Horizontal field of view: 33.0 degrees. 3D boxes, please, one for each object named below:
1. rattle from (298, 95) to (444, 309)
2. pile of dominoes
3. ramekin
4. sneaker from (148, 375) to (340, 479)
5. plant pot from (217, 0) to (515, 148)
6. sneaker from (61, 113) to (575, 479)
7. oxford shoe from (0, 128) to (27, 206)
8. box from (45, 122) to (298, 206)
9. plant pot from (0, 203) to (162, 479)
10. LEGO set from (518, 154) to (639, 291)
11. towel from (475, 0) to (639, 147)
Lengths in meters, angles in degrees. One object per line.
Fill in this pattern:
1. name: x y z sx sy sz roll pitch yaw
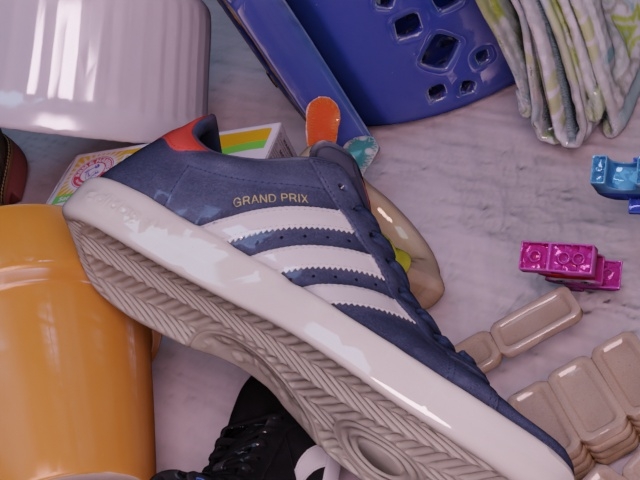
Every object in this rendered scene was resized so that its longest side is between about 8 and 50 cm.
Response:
1. rattle: 0.000 0.000 0.818 0.143 0.130 0.199 -62 41 28
2. pile of dominoes: 0.097 0.150 0.648 0.251 0.040 0.196 -31 38 8
3. ramekin: -0.229 -0.169 0.980 0.277 0.135 0.277 8 8 -1
4. sneaker: -0.051 0.141 0.639 0.079 0.121 0.217 -24 41 23
5. plant pot: 0.027 -0.226 0.949 0.212 0.236 0.236 -35 38 1
6. sneaker: 0.014 0.027 0.639 0.350 0.131 0.148 32 59 21
7. oxford shoe: -0.360 -0.027 1.021 0.123 0.130 0.348 -25 38 2
8. box: -0.112 -0.009 0.869 0.203 0.114 0.103 -6 42 26
9. plant pot: -0.196 0.112 0.732 0.205 0.205 0.188 -25 53 2
10. LEGO set: 0.254 -0.007 0.689 0.227 0.093 0.087 3 78 27
11. towel: 0.210 -0.301 0.848 0.090 0.320 0.374 0 45 39
